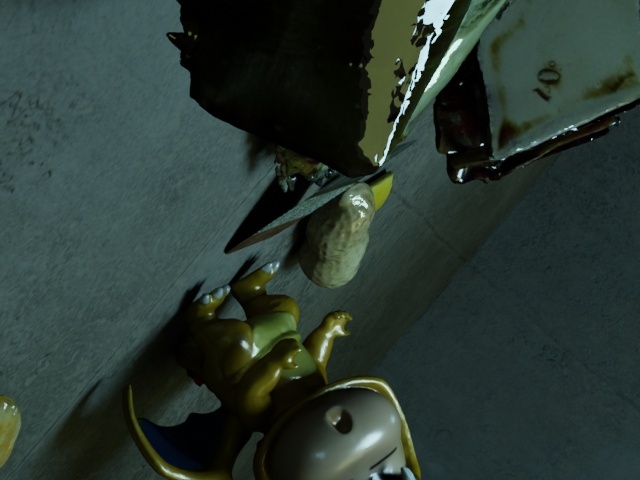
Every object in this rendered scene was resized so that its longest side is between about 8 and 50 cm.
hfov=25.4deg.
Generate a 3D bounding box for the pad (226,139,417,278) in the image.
[{"bbox_3d":[-0.015,-0.018,1.698,0.250,0.055,0.323,-33,-165,25],"label":"pad"}]

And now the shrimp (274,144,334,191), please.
[{"bbox_3d":[0.026,-0.184,1.517,0.233,0.071,0.365,-50,164,-19],"label":"shrimp"}]

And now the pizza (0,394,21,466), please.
[{"bbox_3d":[-0.393,0.255,1.443,0.262,0.034,0.181,-52,167,10],"label":"pizza"}]

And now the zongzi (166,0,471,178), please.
[{"bbox_3d":[0.052,-0.307,1.039,0.432,0.208,0.403,-69,180,-63],"label":"zongzi"}]

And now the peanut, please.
[{"bbox_3d":[0.024,-0.007,1.991,0.104,0.085,0.228,-35,160,-22],"label":"peanut"}]

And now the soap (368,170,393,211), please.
[{"bbox_3d":[0.070,-0.059,2.117,0.168,0.033,0.089,-38,166,-46],"label":"soap"}]

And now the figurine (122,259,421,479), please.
[{"bbox_3d":[-0.032,0.231,1.848,0.268,0.387,0.401,-36,174,12],"label":"figurine"}]

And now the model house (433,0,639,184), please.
[{"bbox_3d":[0.249,-0.236,1.874,0.297,0.317,0.282,-6,174,-19],"label":"model house"}]

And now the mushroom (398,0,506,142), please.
[{"bbox_3d":[0.148,-0.249,1.683,0.333,0.087,0.107,-52,-176,3],"label":"mushroom"}]
